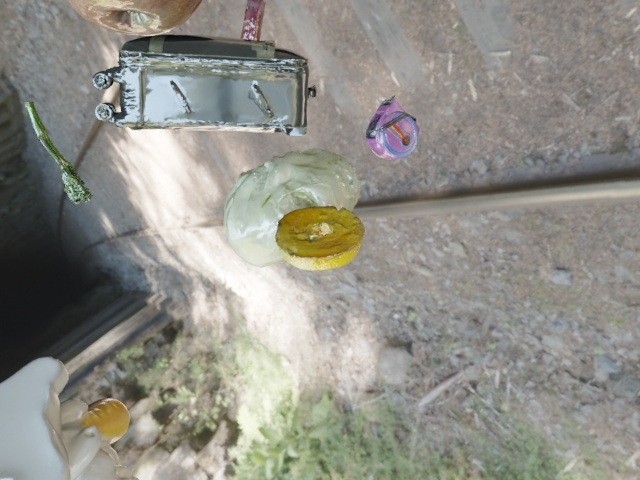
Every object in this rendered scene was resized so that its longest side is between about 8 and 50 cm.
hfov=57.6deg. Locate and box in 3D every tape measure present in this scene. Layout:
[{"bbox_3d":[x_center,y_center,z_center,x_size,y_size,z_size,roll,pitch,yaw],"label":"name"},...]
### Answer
[{"bbox_3d":[0.167,-0.248,1.333,0.118,0.125,0.074,41,169,-25],"label":"tape measure"}]

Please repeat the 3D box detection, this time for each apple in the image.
[{"bbox_3d":[-0.419,-0.604,1.306,0.344,0.344,0.270,25,108,47],"label":"apple"}]

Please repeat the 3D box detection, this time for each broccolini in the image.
[{"bbox_3d":[-0.564,-0.184,1.243,0.054,0.051,0.239,-83,-26,-60],"label":"broccolini"}]

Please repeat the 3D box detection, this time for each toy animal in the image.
[{"bbox_3d":[-0.181,0.170,0.381,0.131,0.127,0.182,49,152,48],"label":"toy animal"}]

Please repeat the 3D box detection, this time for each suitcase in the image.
[{"bbox_3d":[-0.223,-0.328,1.226,0.283,0.433,0.194,-103,16,-70],"label":"suitcase"}]

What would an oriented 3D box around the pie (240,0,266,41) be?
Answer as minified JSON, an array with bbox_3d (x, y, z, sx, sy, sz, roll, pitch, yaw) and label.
[{"bbox_3d":[-0.200,-0.605,1.693,0.054,0.205,0.218,11,174,-9],"label":"pie"}]

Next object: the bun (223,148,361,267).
[{"bbox_3d":[-0.080,-0.099,1.435,0.235,0.362,0.326,58,169,-11],"label":"bun"}]

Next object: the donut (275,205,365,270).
[{"bbox_3d":[0.000,0.000,1.166,0.178,0.162,0.066,5,130,9],"label":"donut"}]
